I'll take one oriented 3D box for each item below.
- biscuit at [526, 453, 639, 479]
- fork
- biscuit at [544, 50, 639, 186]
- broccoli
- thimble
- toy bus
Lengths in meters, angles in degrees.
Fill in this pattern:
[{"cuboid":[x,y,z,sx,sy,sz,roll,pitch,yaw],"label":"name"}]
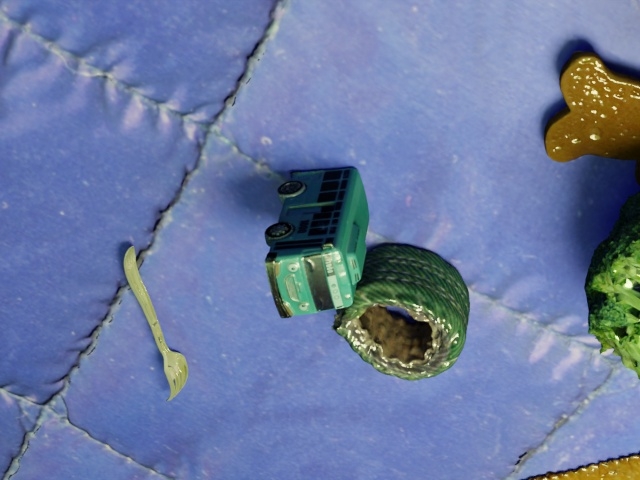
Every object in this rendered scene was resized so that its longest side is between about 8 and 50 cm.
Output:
[{"cuboid":[0.378,0.346,1.456,0.232,0.013,0.237,-20,119,25],"label":"biscuit"},{"cuboid":[-0.187,0.097,1.401,0.028,0.034,0.220,15,131,36],"label":"fork"},{"cuboid":[0.316,-0.106,1.133,0.204,0.031,0.138,12,132,6],"label":"biscuit"},{"cuboid":[0.374,0.059,1.109,0.294,0.245,0.265,16,131,-35],"label":"broccoli"},{"cuboid":[0.090,0.076,1.281,0.135,0.090,0.118,31,124,-7],"label":"thimble"},{"cuboid":[0.000,0.000,1.203,0.091,0.160,0.079,-5,124,14],"label":"toy bus"}]
